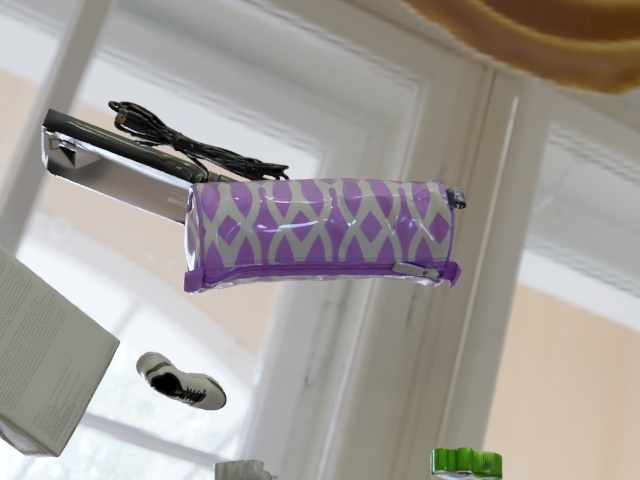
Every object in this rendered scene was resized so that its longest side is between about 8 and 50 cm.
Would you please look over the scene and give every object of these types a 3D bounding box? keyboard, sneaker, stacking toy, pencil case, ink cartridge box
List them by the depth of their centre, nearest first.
[{"bbox_3d":[-0.147,0.039,0.539,0.029,0.063,0.115,-12,-46,45],"label":"ink cartridge box"},{"bbox_3d":[0.023,0.232,0.846,0.221,0.167,0.052,-7,-30,13],"label":"stacking toy"},{"bbox_3d":[0.000,0.000,0.911,0.206,0.088,0.086,-1,-37,-9],"label":"pencil case"},{"bbox_3d":[-0.107,-0.054,1.151,0.317,0.033,0.201,20,-22,-5],"label":"keyboard"},{"bbox_3d":[-0.141,0.153,1.273,0.109,0.040,0.044,28,11,-31],"label":"sneaker"}]
